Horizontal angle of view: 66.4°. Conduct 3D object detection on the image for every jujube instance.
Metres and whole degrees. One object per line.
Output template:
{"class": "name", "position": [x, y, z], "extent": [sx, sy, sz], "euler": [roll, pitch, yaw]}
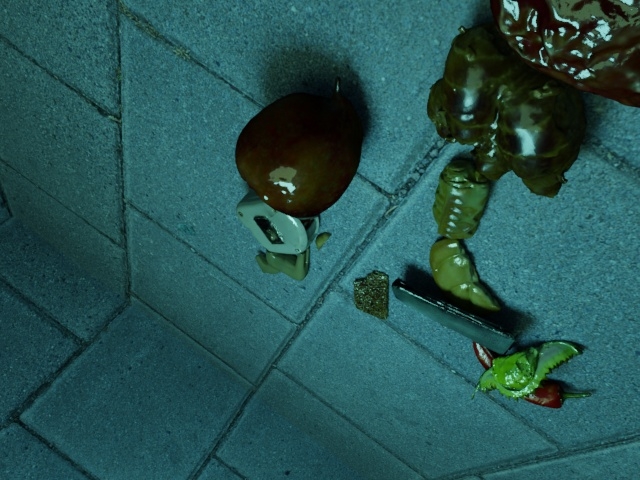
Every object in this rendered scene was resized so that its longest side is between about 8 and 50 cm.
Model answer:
{"class": "jujube", "position": [0.439, -0.350, 0.692], "extent": [0.376, 0.277, 0.276], "euler": [23, 143, 0]}

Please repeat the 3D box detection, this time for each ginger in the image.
{"class": "ginger", "position": [0.359, -0.233, 0.962], "extent": [0.357, 0.152, 0.274], "euler": [39, 145, 1]}

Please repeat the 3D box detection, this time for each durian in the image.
{"class": "durian", "position": [0.577, 0.389, 1.430], "extent": [0.375, 0.106, 0.132], "euler": [-36, 80, 32]}

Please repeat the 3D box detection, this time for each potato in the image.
{"class": "potato", "position": [-0.001, 0.001, 1.626], "extent": [0.036, 0.037, 0.093], "euler": [42, 145, 3]}

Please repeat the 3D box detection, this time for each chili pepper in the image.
{"class": "chili pepper", "position": [0.621, 0.427, 1.519], "extent": [0.368, 0.092, 0.137], "euler": [25, 136, 15]}

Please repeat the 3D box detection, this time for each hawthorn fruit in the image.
{"class": "hawthorn fruit", "position": [-0.045, -0.220, 1.233], "extent": [0.308, 0.324, 0.308], "euler": [59, -176, -6]}

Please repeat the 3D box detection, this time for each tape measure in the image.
{"class": "tape measure", "position": [-0.132, -0.074, 1.581], "extent": [0.258, 0.130, 0.265], "euler": [-8, 124, 43]}

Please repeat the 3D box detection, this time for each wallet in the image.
{"class": "wallet", "position": [0.390, 0.228, 1.469], "extent": [0.378, 0.046, 0.191], "euler": [26, 165, 20]}

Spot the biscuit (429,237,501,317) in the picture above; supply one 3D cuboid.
{"class": "biscuit", "position": [0.396, 0.113, 1.404], "extent": [0.154, 0.045, 0.299], "euler": [-13, 120, 49]}

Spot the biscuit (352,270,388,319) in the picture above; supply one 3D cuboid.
{"class": "biscuit", "position": [0.172, 0.182, 1.686], "extent": [0.131, 0.026, 0.237], "euler": [18, 141, 23]}

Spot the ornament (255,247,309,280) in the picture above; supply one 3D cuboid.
{"class": "ornament", "position": [-0.147, 0.073, 1.809], "extent": [0.230, 0.061, 0.245], "euler": [26, 139, 18]}

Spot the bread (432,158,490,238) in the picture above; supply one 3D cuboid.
{"class": "bread", "position": [0.336, -0.091, 1.202], "extent": [0.128, 0.088, 0.232], "euler": [31, 149, 23]}
